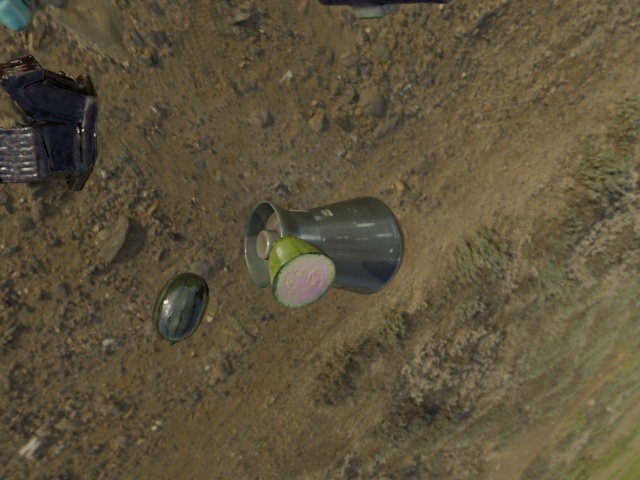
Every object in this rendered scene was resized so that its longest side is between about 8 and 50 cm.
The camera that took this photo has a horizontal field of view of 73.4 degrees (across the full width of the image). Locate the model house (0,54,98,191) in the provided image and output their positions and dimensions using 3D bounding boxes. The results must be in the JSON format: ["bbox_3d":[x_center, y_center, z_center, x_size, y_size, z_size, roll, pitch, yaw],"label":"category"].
[{"bbox_3d":[-0.440,-0.175,0.666,0.164,0.141,0.203,-3,103,-45],"label":"model house"}]

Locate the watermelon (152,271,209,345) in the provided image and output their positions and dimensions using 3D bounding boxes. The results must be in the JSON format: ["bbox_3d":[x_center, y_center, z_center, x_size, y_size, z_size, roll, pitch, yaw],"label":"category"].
[{"bbox_3d":[-0.209,0.101,0.641,0.078,0.078,0.111,34,70,-43],"label":"watermelon"}]

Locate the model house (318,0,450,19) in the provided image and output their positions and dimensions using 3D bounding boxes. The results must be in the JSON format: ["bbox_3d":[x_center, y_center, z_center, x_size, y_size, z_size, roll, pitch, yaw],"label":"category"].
[{"bbox_3d":[0.098,-0.431,0.504,0.312,0.245,0.280,-45,139,-33],"label":"model house"}]

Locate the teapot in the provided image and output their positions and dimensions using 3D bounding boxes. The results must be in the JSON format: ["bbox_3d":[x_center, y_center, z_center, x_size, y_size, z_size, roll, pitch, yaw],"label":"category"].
[{"bbox_3d":[0.000,0.000,1.060,0.343,0.300,0.254,2,111,-33],"label":"teapot"}]

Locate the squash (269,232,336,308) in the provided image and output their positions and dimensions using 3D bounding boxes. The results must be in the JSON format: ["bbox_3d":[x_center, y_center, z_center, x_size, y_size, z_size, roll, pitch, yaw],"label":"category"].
[{"bbox_3d":[-0.046,0.025,0.675,0.105,0.132,0.105,-14,129,-18],"label":"squash"}]

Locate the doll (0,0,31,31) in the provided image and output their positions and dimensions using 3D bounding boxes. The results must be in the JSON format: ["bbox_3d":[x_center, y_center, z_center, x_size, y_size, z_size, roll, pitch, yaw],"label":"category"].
[{"bbox_3d":[-0.455,-0.381,0.648,0.159,0.159,0.059,-36,145,2],"label":"doll"}]
